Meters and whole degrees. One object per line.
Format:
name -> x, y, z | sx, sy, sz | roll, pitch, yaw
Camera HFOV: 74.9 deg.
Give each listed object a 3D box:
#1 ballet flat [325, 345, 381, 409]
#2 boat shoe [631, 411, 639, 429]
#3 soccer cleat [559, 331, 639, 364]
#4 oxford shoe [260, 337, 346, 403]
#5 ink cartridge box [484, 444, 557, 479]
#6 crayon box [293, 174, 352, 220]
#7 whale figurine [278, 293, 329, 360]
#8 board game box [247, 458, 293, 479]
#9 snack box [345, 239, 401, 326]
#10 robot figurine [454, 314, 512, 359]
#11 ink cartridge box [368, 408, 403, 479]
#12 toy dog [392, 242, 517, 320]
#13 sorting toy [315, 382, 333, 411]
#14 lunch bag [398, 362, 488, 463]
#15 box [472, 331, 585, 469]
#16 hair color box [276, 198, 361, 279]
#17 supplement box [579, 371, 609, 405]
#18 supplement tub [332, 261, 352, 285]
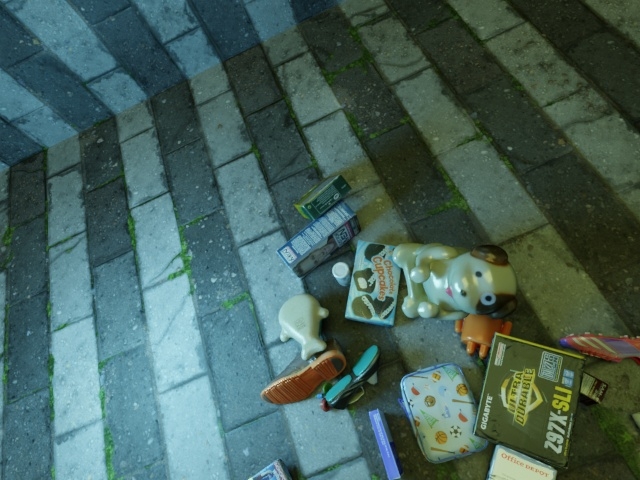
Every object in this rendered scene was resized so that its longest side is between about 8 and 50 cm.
ballet flat -> 0.140, 0.507, 1.528 | 0.096, 0.095, 0.280 | 43, 93, -16
boat shoe -> 1.076, 0.501, 1.256 | 0.258, 0.095, 0.084 | -27, 66, 1
soccer cleat -> 0.931, 0.357, 1.376 | 0.248, 0.083, 0.095 | 0, 70, 13
oxford shoe -> -0.068, 0.501, 1.594 | 0.364, 0.130, 0.132 | -30, 28, 8
ink cartridge box -> 0.589, 0.772, 1.267 | 0.172, 0.100, 0.237 | 17, 72, 22
crayon box -> -0.001, -0.186, 1.817 | 0.203, 0.323, 0.083 | -41, 102, -4
whale figurine -> -0.051, 0.338, 1.613 | 0.216, 0.141, 0.272 | -33, 47, 3
board game box -> -0.132, 0.877, 1.449 | 0.194, 0.060, 0.194 | -33, 61, -2
snack box -> 0.216, 0.168, 1.659 | 0.187, 0.060, 0.322 | 9, 68, 6
robot figurine -> 0.574, 0.304, 1.475 | 0.158, 0.128, 0.219 | -17, 50, 59
ink cartridge box -> 0.213, 0.663, 1.365 | 0.045, 0.208, 0.206 | -20, 62, 3
toy dog -> 0.479, 0.145, 1.409 | 0.395, 0.408, 0.284 | -2, 90, -11
sorting toy -> 0.012, 0.583, 1.555 | 0.042, 0.061, 0.102 | -26, 47, 43
lunch bag -> 0.404, 0.572, 1.409 | 0.243, 0.115, 0.303 | -20, 63, 9
box -> 0.630, 0.476, 1.271 | 0.257, 0.079, 0.322 | 14, 75, 21
hair color box -> 0.000, 0.000, 1.754 | 0.347, 0.174, 0.105 | -39, 64, -3
supplement box -> 0.774, 0.434, 1.354 | 0.239, 0.130, 0.073 | 30, 77, 25
supplement tub -> 0.093, 0.137, 1.701 | 0.071, 0.107, 0.071 | -6, 65, 13
